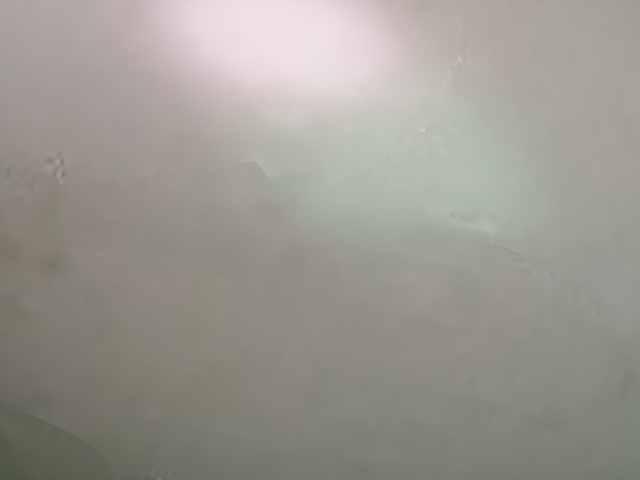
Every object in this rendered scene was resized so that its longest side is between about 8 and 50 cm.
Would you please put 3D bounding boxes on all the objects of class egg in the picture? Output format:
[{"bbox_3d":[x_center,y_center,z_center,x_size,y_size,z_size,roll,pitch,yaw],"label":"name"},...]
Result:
[{"bbox_3d":[0.000,0.000,0.627,0.389,0.276,0.276,18,62,-6],"label":"egg"}]
